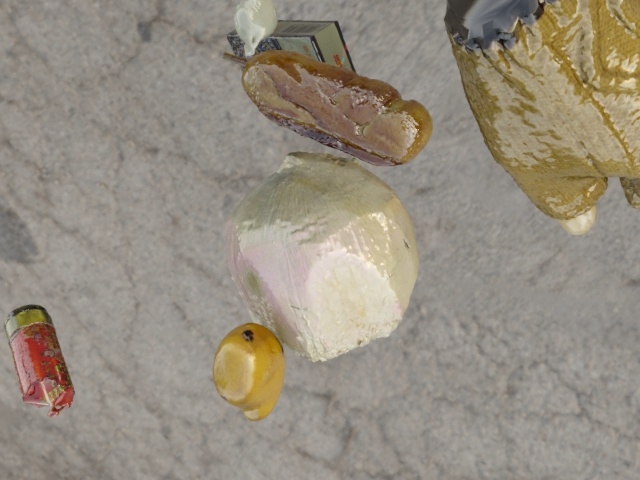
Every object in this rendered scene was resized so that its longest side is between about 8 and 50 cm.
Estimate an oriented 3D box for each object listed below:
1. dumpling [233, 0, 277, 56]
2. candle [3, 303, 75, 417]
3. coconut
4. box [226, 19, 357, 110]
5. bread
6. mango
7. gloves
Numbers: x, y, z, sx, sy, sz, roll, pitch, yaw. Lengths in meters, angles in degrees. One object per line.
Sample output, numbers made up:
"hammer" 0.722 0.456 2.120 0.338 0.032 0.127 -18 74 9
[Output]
"dumpling" -0.078 -0.256 0.991 0.057 0.052 0.076 14 128 59
"candle" -0.288 0.128 0.888 0.130 0.052 0.052 57 149 37
"coconut" 0.000 0.000 1.726 0.405 0.404 0.404 19 132 23
"box" -0.054 -0.369 1.849 0.310 0.084 0.198 17 139 49
"bread" 0.003 -0.213 1.308 0.344 0.084 0.124 24 93 5
"mango" -0.136 0.250 1.650 0.109 0.157 0.262 23 147 18
"gloves" 0.217 -0.120 0.649 0.155 0.203 0.356 24 177 35
